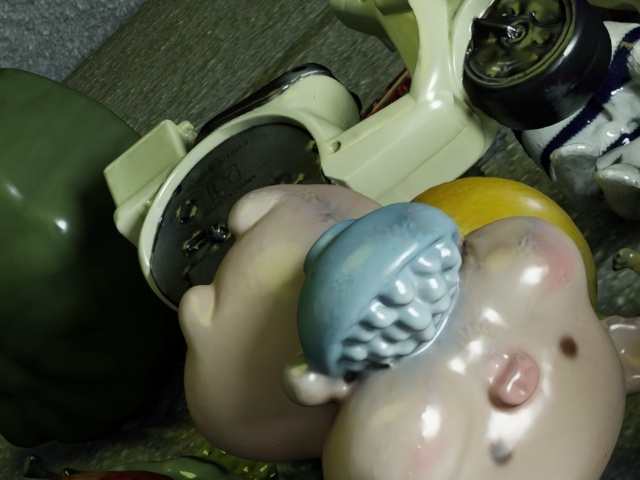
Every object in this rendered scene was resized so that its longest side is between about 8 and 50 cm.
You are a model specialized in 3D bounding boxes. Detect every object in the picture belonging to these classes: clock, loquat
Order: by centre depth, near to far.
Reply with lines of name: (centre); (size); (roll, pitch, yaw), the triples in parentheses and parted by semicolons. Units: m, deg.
loquat: (0.107, 0.043, 1.110); (0.204, 0.149, 0.172); (16, 63, 41)
clock: (0.015, -0.092, 1.263); (0.379, 0.120, 0.276); (-39, 42, 6)

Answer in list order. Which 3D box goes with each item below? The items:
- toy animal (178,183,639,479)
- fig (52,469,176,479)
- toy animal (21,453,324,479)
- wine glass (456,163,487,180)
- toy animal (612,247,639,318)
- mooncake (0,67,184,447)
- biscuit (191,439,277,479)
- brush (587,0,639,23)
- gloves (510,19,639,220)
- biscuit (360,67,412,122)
toy animal: (0.040, 0.075, 0.954); (0.221, 0.229, 0.210); (-1, 50, 55)
fig: (-0.124, 0.247, 1.042); (0.205, 0.205, 0.205); (-34, 20, 14)
toy animal: (-0.111, 0.188, 1.194); (0.255, 0.170, 0.089); (-10, 76, 47)
wine glass: (0.115, 0.004, 1.317); (0.066, 0.066, 0.198); (-34, 21, 14)
toy animal: (0.243, 0.015, 1.057); (0.086, 0.069, 0.220); (19, 62, 43)
mooncake: (-0.289, 0.028, 1.549); (0.356, 0.356, 0.194); (-21, 23, 41)
biscuit: (-0.023, 0.121, 1.372); (0.139, 0.016, 0.231); (-12, 32, 53)
brush: (0.293, -0.216, 1.522); (0.060, 0.050, 0.321); (-40, 27, -10)
gloves: (0.229, -0.071, 1.220); (0.140, 0.131, 0.218); (-37, 49, -7)
biscuit: (0.089, -0.111, 1.612); (0.151, 0.063, 0.235); (-36, 17, 7)
